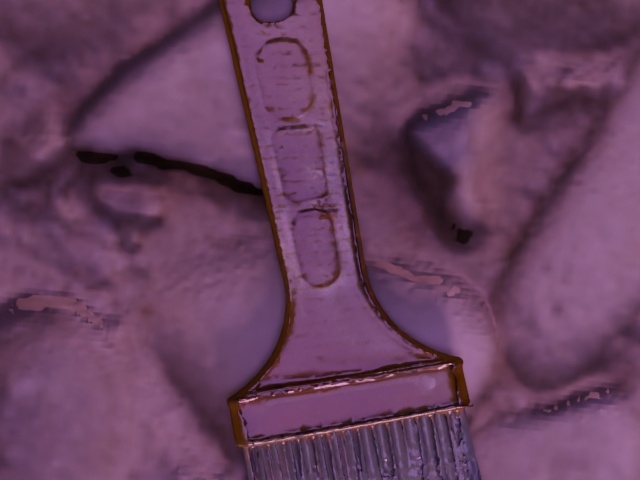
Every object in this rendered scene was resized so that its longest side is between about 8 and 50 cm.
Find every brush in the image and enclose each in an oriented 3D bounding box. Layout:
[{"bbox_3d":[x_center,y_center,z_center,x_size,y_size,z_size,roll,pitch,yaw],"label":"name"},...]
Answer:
[{"bbox_3d":[0.000,0.000,0.518,0.082,0.010,0.218,-11,99,-5],"label":"brush"}]
